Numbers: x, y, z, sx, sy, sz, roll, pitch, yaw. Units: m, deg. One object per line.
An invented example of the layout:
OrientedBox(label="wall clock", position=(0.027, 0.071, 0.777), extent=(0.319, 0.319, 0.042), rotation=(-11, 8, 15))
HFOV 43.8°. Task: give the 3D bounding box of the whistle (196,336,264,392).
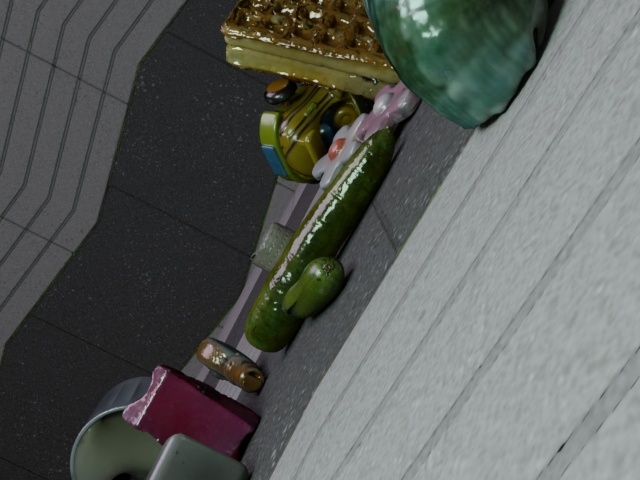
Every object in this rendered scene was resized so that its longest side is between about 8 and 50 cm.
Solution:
OrientedBox(label="whistle", position=(-0.139, 0.204, 1.267), extent=(0.057, 0.107, 0.220), rotation=(-60, 20, -9))

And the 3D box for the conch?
OrientedBox(label="conch", position=(0.113, -0.223, 0.692), extent=(0.277, 0.195, 0.220), rotation=(-140, 46, -59))

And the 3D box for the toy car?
OrientedBox(label="toy car", position=(0.017, -0.206, 1.357), extent=(0.142, 0.200, 0.248), rotation=(14, 56, 40))

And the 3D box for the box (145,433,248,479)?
OrientedBox(label="box", position=(-0.168, 0.335, 0.840), extent=(0.055, 0.103, 0.243), rotation=(-44, 19, 59))

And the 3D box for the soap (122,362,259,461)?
OrientedBox(label="soap", position=(-0.188, 0.246, 1.125), extent=(0.099, 0.162, 0.250), rotation=(-64, 7, -12))

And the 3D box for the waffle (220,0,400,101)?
OrientedBox(label="waffle", position=(0.014, -0.342, 1.299), extent=(0.091, 0.308, 0.213), rotation=(92, -164, -49))

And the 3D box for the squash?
OrientedBox(label="squash", position=(-0.013, 0.064, 0.980), extent=(0.052, 0.052, 0.183), rotation=(-65, 8, -25))

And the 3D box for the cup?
OrientedBox(label="cup", position=(-0.393, 0.480, 1.737), extent=(0.327, 0.237, 0.322), rotation=(-177, 84, -83))

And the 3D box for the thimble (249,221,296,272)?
OrientedBox(label="thimble", position=(-0.084, 0.022, 1.613), extent=(0.102, 0.090, 0.115), rotation=(-66, 7, -27))

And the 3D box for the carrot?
OrientedBox(label="carrot", position=(0.000, 0.000, 1.077), extent=(0.358, 0.074, 0.074), rotation=(-59, 6, 16))

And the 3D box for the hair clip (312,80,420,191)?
OrientedBox(label="hair clip", position=(0.072, -0.156, 1.181), extent=(0.257, 0.075, 0.146), rotation=(-49, 10, 50))
